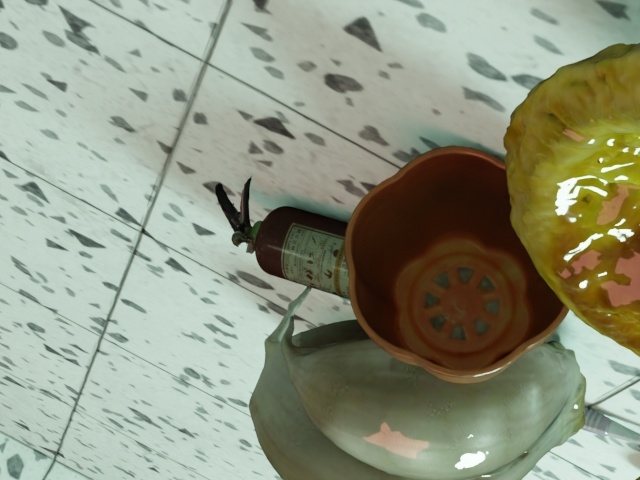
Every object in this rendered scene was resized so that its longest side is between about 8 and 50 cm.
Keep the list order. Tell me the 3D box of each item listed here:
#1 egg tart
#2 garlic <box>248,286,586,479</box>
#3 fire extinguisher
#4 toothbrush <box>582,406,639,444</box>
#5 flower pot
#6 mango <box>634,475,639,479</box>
[{"bbox_3d":[0.328,-0.013,1.065,0.443,0.178,0.443,23,161,8],"label":"egg tart"},{"bbox_3d":[0.059,0.135,1.666,0.340,0.246,0.231,19,154,25],"label":"garlic"},{"bbox_3d":[0.000,0.000,1.667,0.231,0.071,0.099,18,130,27],"label":"fire extinguisher"},{"bbox_3d":[0.265,0.179,1.814,0.354,0.024,0.029,18,152,23],"label":"toothbrush"},{"bbox_3d":[0.115,0.034,1.463,0.191,0.190,0.173,24,169,8],"label":"flower pot"},{"bbox_3d":[0.394,0.286,1.829,0.102,0.085,0.184,37,163,-21],"label":"mango"}]
